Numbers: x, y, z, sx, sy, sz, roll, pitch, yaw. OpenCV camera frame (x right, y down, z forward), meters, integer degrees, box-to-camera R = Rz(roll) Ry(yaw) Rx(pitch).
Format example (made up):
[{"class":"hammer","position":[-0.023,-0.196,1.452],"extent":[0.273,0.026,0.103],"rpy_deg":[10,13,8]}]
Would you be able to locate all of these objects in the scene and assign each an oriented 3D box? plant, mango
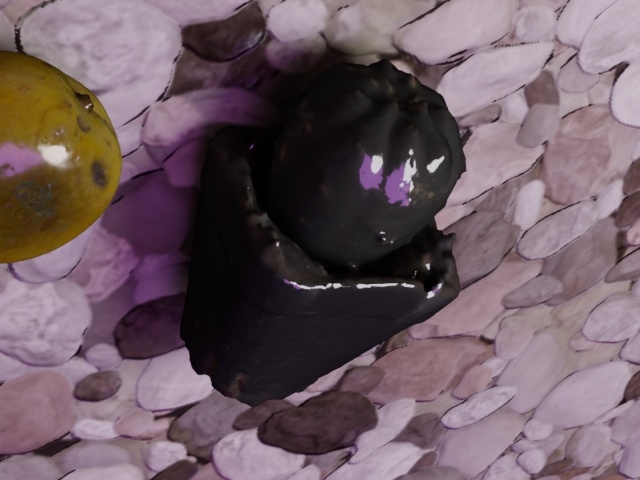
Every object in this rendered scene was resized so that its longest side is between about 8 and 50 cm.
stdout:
[{"class":"plant","position":[0.000,0.000,0.939],"extent":[0.164,0.142,0.256],"rpy_deg":[4,133,-32]},{"class":"mango","position":[-0.211,-0.043,0.806],"extent":[0.195,0.098,0.137],"rpy_deg":[-10,140,-15]}]
